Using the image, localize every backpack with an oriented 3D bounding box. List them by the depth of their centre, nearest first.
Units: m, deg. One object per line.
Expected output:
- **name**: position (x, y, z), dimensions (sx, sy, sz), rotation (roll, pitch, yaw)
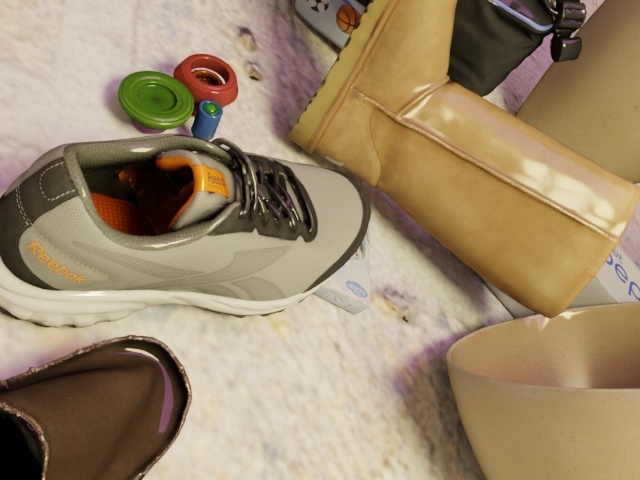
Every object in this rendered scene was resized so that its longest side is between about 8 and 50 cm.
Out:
- **backpack**: position (0.116, -0.283, 0.786), dimensions (0.276, 0.213, 0.263), rotation (37, 50, -12)

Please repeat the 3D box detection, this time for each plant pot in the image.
- **plant pot**: position (0.245, 0.161, 0.575), dimensions (0.284, 0.284, 0.191), rotation (-12, 95, -51)
- **plant pot**: position (0.376, -0.172, 0.939), dimensions (0.256, 0.274, 0.256), rotation (27, 44, -30)

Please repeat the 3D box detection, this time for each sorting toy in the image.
- **sorting toy**: position (-0.098, -0.094, 0.565), dimensions (0.061, 0.042, 0.102), rotation (44, 47, 12)

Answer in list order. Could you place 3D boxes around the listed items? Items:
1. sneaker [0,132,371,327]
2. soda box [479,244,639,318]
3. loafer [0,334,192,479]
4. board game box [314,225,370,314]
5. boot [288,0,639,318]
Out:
- **sneaker**: position (-0.058, -0.012, 0.472), dimensions (0.271, 0.108, 0.100), rotation (-7, 68, -46)
- **soda box**: position (0.244, 0.042, 0.775), dimensions (0.286, 0.098, 0.091), rotation (47, 39, -9)
- **loafer**: position (-0.127, 0.100, 0.344), dimensions (0.080, 0.078, 0.220), rotation (56, 37, 2)
- **board game box**: position (0.000, 0.000, 0.608), dimensions (0.090, 0.020, 0.090), rotation (29, 44, -30)
- **boot**: position (0.142, -0.100, 0.644), dimensions (0.269, 0.236, 0.089), rotation (32, 19, -4)
